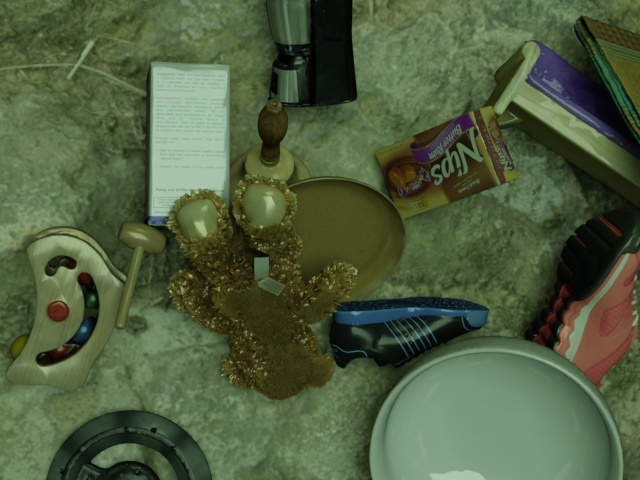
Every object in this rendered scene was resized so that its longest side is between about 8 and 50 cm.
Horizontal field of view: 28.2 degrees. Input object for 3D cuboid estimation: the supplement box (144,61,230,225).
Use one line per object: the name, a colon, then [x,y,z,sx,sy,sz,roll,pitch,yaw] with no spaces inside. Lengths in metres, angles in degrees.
supplement box: [-0.184,-0.126,1.747,0.114,0.111,0.220,0,87,-10]

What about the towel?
towel: [0.514,-0.161,1.766,0.271,0.040,0.370,13,40,-27]

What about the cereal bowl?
cereal bowl: [0.243,0.281,1.758,0.339,0.141,0.339,3,106,9]

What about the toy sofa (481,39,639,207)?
toy sofa: [0.412,-0.148,1.822,0.362,0.150,0.177,34,81,-2]

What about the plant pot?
plant pot: [0.000,0.000,1.752,0.236,0.032,0.236,-5,130,-6]

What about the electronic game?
electronic game: [-0.261,0.347,1.738,0.229,0.048,0.229,0,86,-2]

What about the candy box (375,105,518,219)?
candy box: [0.174,-0.106,1.777,0.053,0.187,0.109,-21,91,-45]

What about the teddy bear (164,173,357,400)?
teddy bear: [-0.083,0.056,1.708,0.245,0.113,0.338,-31,121,9]

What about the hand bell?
hand bell: [-0.066,-0.119,1.687,0.126,0.242,0.126,1,68,-4]

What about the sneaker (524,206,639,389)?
sneaker: [0.400,0.091,1.811,0.136,0.116,0.314,13,118,-22]

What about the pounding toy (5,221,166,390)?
pounding toy: [-0.331,0.075,1.666,0.154,0.155,0.269,30,94,-12]

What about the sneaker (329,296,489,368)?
sneaker: [0.126,0.133,1.812,0.232,0.081,0.090,-1,102,-11]

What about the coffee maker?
coffee maker: [0.008,-0.280,1.758,0.171,0.120,0.178,0,113,9]
